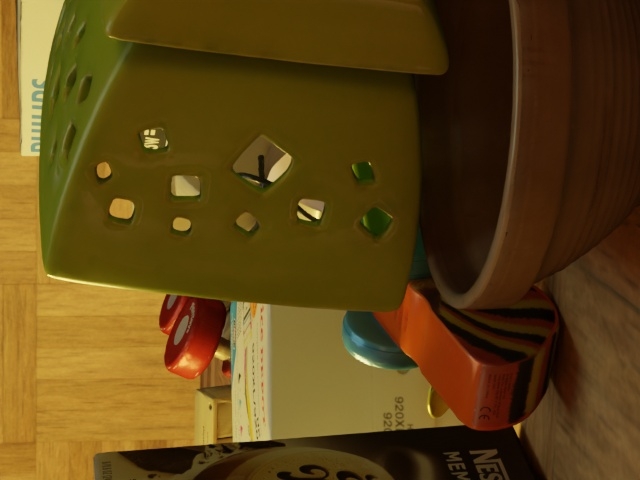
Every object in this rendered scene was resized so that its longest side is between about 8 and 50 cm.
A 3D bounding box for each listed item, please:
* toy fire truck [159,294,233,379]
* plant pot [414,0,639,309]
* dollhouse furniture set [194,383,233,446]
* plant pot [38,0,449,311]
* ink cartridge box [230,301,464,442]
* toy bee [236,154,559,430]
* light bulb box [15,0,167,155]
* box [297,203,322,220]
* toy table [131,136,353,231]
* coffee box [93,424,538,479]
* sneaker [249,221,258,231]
[{"bbox_3d":[-0.063,0.049,2.047,0.254,0.169,0.302,-62,17,12],"label":"toy fire truck"},{"bbox_3d":[0.128,-0.079,0.965,0.237,0.109,0.237,180,90,-80],"label":"plant pot"},{"bbox_3d":[-0.008,0.225,1.828,0.242,0.161,0.212,20,111,56],"label":"dollhouse furniture set"},{"bbox_3d":[-0.048,-0.111,1.044,0.227,0.228,0.207,-100,20,-50],"label":"plant pot"},{"bbox_3d":[0.021,0.105,1.414,0.233,0.168,0.171,123,146,-72],"label":"ink cartridge box"},{"bbox_3d":[0.085,0.009,1.199,0.298,0.162,0.195,56,145,28],"label":"toy bee"},{"bbox_3d":[-0.135,-0.259,1.775,0.358,0.361,0.225,109,159,-64],"label":"light bulb box"},{"bbox_3d":[0.000,-0.176,1.522,0.148,0.121,0.311,33,139,24],"label":"box"},{"bbox_3d":[-0.082,-0.101,1.403,0.274,0.161,0.252,30,135,46],"label":"toy table"},{"bbox_3d":[0.002,0.221,1.145,0.168,0.297,0.119,-111,19,-62],"label":"coffee box"},{"bbox_3d":[0.000,0.000,1.723,0.140,0.125,0.341,109,148,-44],"label":"sneaker"}]
